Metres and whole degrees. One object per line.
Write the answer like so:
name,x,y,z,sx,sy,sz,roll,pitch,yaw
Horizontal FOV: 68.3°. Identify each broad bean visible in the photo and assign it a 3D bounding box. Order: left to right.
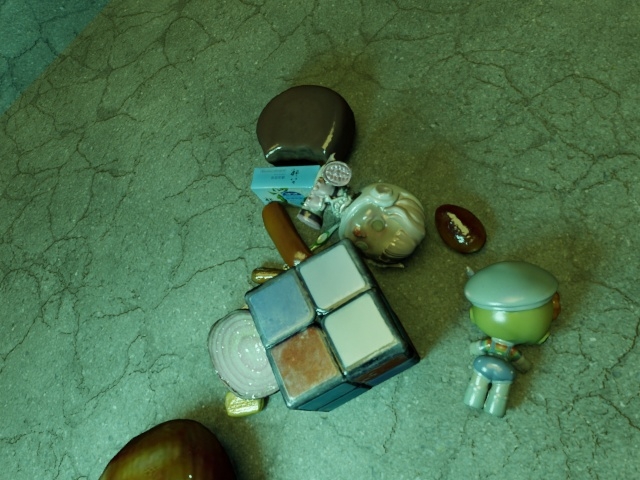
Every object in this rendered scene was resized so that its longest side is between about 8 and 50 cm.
broad bean,0.396,-0.034,1.342,0.114,0.084,0.165,-38,66,20

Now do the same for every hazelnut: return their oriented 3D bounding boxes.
hazelnut,-0.408,0.659,1.187,0.421,0.353,0.421,-26,50,35

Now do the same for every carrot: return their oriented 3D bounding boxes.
carrot,-0.138,0.112,1.483,0.161,0.055,0.055,-1,68,13

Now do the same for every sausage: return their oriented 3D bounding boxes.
sausage,-0.110,-0.010,1.493,0.089,0.083,0.300,-36,53,4

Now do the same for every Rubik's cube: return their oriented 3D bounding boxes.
Rubik's cube,0.038,0.233,1.220,0.316,0.318,0.313,-30,63,6

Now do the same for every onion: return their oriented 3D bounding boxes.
onion,-0.192,0.313,1.331,0.247,0.111,0.250,-33,83,31

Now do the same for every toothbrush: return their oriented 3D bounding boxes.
toothbrush,-0.001,-0.001,1.494,0.304,0.030,0.030,-37,61,2

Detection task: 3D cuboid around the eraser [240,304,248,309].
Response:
eraser,-0.185,0.215,1.419,0.298,0.078,0.076,-38,83,5

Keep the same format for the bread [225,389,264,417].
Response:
bread,-0.216,0.463,1.357,0.115,0.056,0.082,-17,67,7

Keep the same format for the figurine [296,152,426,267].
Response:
figurine,0.134,-0.088,1.329,0.361,0.253,0.211,34,59,1

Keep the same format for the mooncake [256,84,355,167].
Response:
mooncake,-0.040,-0.357,1.579,0.326,0.174,0.334,-27,65,10

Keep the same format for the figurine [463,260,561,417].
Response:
figurine,0.461,0.233,1.143,0.224,0.205,0.382,-1,76,26

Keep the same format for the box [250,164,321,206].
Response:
box,-0.091,-0.173,1.534,0.232,0.142,0.083,0,69,19
